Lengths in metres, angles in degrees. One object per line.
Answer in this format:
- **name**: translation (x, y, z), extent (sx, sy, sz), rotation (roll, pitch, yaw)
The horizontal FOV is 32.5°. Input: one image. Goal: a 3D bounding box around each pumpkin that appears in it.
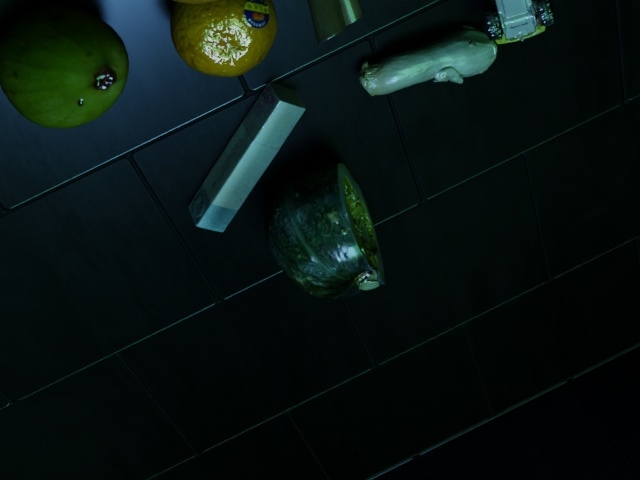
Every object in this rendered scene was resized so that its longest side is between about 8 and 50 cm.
- **pumpkin**: translation (0.000, 0.000, 2.192), extent (0.197, 0.263, 0.293), rotation (-22, 153, 11)

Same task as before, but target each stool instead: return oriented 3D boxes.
- **stool**: translation (0.059, -0.445, 1.720), extent (0.272, 0.272, 0.178), rotation (-28, 101, 1)

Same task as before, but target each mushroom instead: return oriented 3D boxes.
- **mushroom**: translation (0.205, -0.337, 2.080), extent (0.278, 0.096, 0.099), rotation (-17, 108, -13)

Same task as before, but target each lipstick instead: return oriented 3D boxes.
- **lipstick**: translation (-0.144, -0.155, 2.096), extent (0.068, 0.066, 0.317), rotation (14, 124, -37)

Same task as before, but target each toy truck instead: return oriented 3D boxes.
- **toy truck**: translation (0.338, -0.476, 1.990), extent (0.136, 0.111, 0.286), rotation (-15, 138, 10)

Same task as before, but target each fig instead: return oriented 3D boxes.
- **fig**: translation (-0.399, -0.266, 1.732), extent (0.203, 0.225, 0.203), rotation (-16, 118, -32)

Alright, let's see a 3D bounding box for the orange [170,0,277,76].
- **orange**: translation (-0.160, -0.358, 1.811), extent (0.177, 0.155, 0.177), rotation (-14, 129, -17)

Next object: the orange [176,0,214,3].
- **orange**: translation (-0.189, -0.470, 1.618), extent (0.240, 0.240, 0.240), rotation (-15, 138, -14)
